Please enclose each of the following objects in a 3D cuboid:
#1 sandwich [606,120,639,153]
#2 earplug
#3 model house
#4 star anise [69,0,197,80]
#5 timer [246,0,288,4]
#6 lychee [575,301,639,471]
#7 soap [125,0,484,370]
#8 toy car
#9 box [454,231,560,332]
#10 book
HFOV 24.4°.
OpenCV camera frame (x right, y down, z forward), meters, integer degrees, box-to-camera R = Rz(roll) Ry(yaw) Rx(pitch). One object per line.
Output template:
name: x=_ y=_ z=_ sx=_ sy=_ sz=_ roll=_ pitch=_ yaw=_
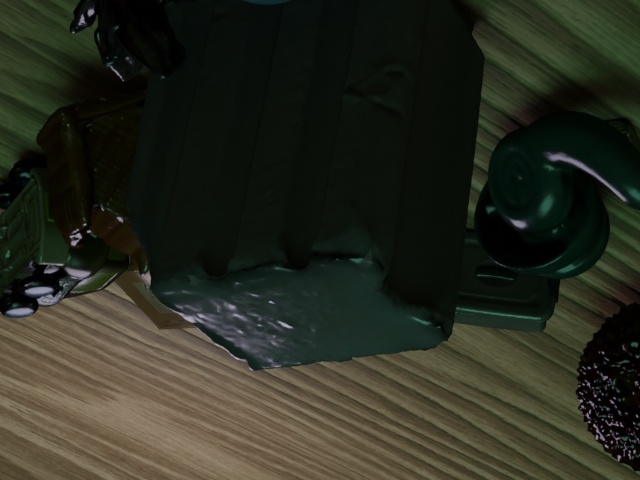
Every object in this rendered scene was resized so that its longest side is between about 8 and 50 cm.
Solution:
sandwich: x=0.362 y=-0.125 z=1.797 sx=0.083 sy=0.031 sz=0.044 roll=16 pitch=151 yaw=-7
earplug: x=0.306 y=-0.051 z=1.824 sx=0.257 sy=0.164 sz=0.280 roll=-16 pitch=152 yaw=21
model house: x=-0.272 y=-0.092 z=1.967 sx=0.229 sy=0.220 sz=0.199 roll=34 pitch=167 yaw=-15
star anise: x=-0.207 y=-0.284 z=1.617 sx=0.129 sy=0.212 sz=0.282 roll=5 pitch=-177 yaw=-33
timer: x=-0.066 y=-0.353 z=1.507 sx=0.175 sy=0.175 sz=0.255 roll=2 pitch=147 yaw=19
lychee: x=0.498 y=0.213 z=2.072 sx=0.271 sy=0.271 sz=0.271 roll=10 pitch=147 yaw=7
soap: x=-0.014 y=-0.095 z=1.626 sx=0.350 sy=0.435 sz=0.213 roll=-12 pitch=144 yaw=29
toy car: x=-0.368 y=0.002 z=2.166 sx=0.198 sy=0.204 sz=0.248 roll=5 pitch=155 yaw=-29
box: x=0.246 y=0.063 z=2.049 sx=0.172 sy=0.124 sz=0.093 roll=7 pitch=156 yaw=14
book: x=-0.252 y=0.092 z=2.374 sx=0.118 sy=0.012 sz=0.172 roll=-5 pitch=142 yaw=27
